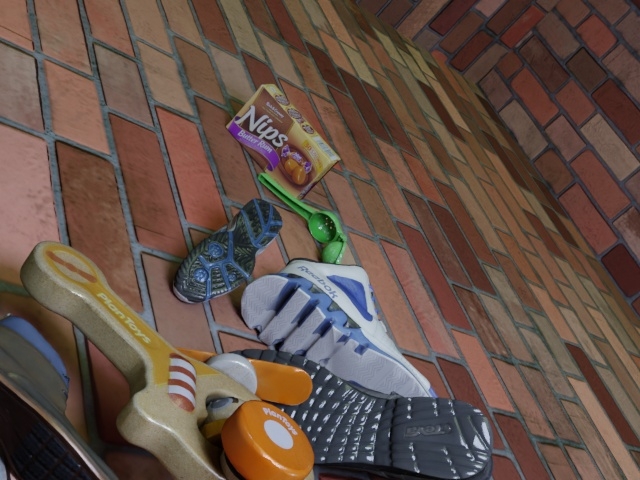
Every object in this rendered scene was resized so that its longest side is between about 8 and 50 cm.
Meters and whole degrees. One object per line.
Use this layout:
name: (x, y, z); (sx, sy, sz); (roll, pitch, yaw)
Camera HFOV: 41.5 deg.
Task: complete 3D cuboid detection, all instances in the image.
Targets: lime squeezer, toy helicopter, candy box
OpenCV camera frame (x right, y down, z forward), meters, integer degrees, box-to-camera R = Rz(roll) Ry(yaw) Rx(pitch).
lime squeezer: (0.000, 0.000, 1.392); (0.110, 0.059, 0.310); (17, 37, -46)
toy helicopter: (-0.143, 0.125, 0.822); (0.355, 0.140, 0.235); (43, 17, 7)
candy box: (-0.067, -0.173, 1.489); (0.186, 0.109, 0.053); (49, 26, 7)

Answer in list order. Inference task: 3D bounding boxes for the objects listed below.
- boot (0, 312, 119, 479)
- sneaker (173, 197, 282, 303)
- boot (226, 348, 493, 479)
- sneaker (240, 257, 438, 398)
boot: (-0.242, 0.151, 0.761); (0.219, 0.082, 0.106); (42, 28, -2)
sneaker: (-0.127, 0.026, 1.140); (0.080, 0.081, 0.211); (47, 42, 0)
boot: (0.038, 0.236, 1.007); (0.338, 0.118, 0.222); (15, -20, 13)
sneaker: (0.052, 0.126, 1.181); (0.315, 0.127, 0.182); (43, 31, -3)
